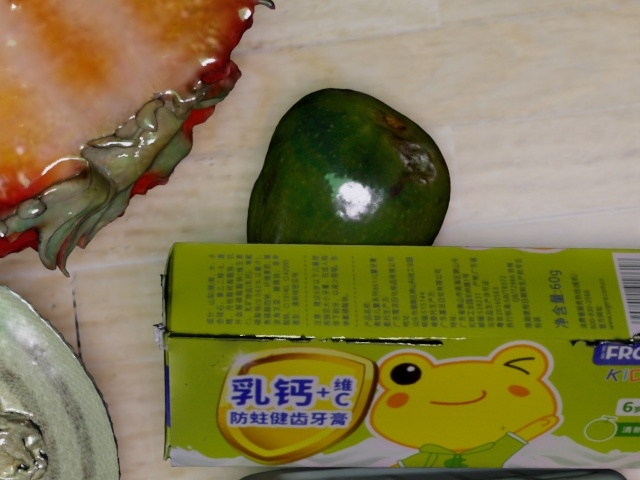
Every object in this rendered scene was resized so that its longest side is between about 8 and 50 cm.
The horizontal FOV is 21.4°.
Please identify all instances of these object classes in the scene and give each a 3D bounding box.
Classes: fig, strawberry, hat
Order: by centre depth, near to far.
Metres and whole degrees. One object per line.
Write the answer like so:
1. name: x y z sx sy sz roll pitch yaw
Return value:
1. hat: -0.250 0.136 0.978 0.252 0.110 0.252 7 117 13
2. fig: 0.000 0.000 1.010 0.117 0.117 0.177 35 104 6
3. strawberry: -0.197 -0.109 1.012 0.280 0.150 0.253 31 72 8

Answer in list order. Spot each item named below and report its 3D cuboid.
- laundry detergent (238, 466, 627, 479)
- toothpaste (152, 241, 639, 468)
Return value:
1. laundry detergent: 0.064 0.331 0.962 0.264 0.124 0.398 0 92 -24
2. toothpaste: 0.072 0.066 0.959 0.327 0.077 0.110 1 133 -3
